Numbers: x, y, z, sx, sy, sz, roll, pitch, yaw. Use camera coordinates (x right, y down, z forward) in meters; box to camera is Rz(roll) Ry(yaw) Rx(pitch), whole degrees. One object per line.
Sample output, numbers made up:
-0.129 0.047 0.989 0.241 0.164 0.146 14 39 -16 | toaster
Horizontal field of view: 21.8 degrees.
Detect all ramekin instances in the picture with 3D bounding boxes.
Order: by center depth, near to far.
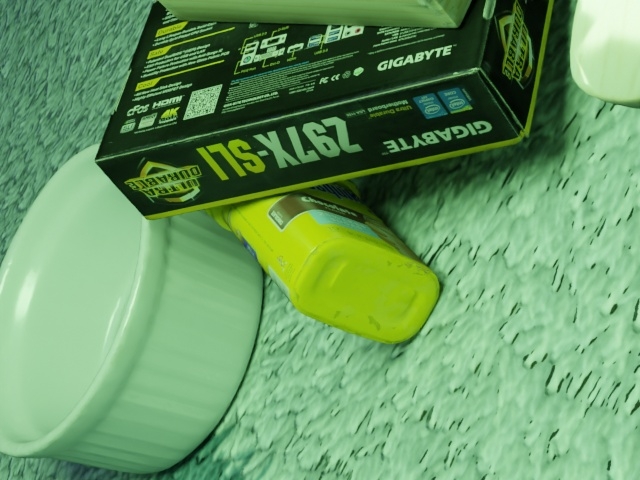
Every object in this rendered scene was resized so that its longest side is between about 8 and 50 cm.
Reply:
-0.169 0.066 1.426 0.277 0.135 0.277 -34 46 43 | ramekin

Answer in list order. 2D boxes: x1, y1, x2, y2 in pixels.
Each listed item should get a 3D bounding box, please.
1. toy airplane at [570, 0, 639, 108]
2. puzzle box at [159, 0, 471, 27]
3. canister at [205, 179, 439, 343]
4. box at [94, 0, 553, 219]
0.167 -0.298 0.630 0.384 0.272 0.386 -45 45 42 | toy airplane
0.058 -0.336 1.196 0.272 0.052 0.409 7 66 43 | puzzle box
0.000 0.000 1.223 0.073 0.126 0.170 -60 35 13 | canister
0.011 -0.158 1.207 0.322 0.079 0.257 -11 45 31 | box
